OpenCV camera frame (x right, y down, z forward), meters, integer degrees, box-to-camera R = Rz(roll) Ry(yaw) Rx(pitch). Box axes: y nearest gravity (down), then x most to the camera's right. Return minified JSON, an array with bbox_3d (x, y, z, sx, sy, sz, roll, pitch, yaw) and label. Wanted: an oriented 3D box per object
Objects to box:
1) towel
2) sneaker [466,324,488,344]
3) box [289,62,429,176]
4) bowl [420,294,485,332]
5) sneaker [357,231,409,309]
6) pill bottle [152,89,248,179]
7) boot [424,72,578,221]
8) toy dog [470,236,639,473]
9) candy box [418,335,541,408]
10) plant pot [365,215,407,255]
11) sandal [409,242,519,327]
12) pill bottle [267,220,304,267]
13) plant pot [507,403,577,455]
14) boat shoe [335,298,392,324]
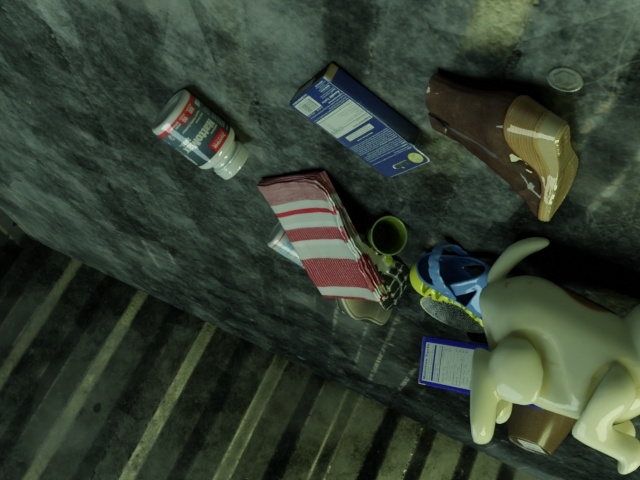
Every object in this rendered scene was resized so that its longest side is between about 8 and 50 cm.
[{"bbox_3d":[0.000,0.000,1.486,0.237,0.037,0.329,-1,123,53],"label":"towel"},{"bbox_3d":[0.460,0.198,1.522,0.125,0.104,0.262,17,169,-24],"label":"sneaker"},{"bbox_3d":[0.069,-0.193,1.111,0.225,0.036,0.136,35,158,-18],"label":"box"},{"bbox_3d":[0.322,0.138,1.528,0.170,0.080,0.170,24,159,10],"label":"bowl"},{"bbox_3d":[0.123,0.060,1.600,0.118,0.107,0.279,30,162,44],"label":"sneaker"},{"bbox_3d":[-0.237,-0.208,1.346,0.180,0.108,0.108,37,157,-28],"label":"pill bottle"},{"bbox_3d":[0.264,-0.138,0.981,0.207,0.090,0.248,29,164,30],"label":"boot"},{"bbox_3d":[0.497,0.199,1.178,0.408,0.395,0.284,-1,168,24],"label":"toy dog"},{"bbox_3d":[0.425,0.307,1.521,0.317,0.122,0.268,4,170,40],"label":"candy box"},{"bbox_3d":[0.132,-0.011,1.426,0.083,0.083,0.079,33,171,-16],"label":"plant pot"},{"bbox_3d":[0.332,0.096,1.368,0.317,0.126,0.138,19,154,17],"label":"sandal"},{"bbox_3d":[-0.047,0.016,1.676,0.160,0.087,0.087,33,159,-16],"label":"pill bottle"},{"bbox_3d":[0.561,0.410,1.673,0.215,0.230,0.215,23,159,9],"label":"plant pot"},{"bbox_3d":[0.091,0.152,1.753,0.095,0.112,0.335,16,169,29],"label":"boat shoe"}]
